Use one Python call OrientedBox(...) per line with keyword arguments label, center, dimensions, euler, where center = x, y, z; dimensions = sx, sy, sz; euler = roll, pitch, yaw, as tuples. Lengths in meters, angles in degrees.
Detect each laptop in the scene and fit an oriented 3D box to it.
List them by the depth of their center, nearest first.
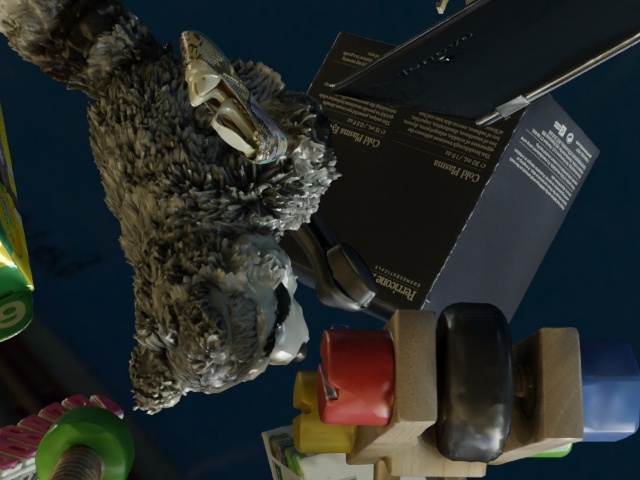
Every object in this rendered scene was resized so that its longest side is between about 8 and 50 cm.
OrientedBox(label="laptop", center=(0.228, -0.285, 1.205), dimensions=(0.382, 0.236, 0.407), euler=(-28, -140, 29))

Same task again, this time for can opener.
OrientedBox(label="can opener", center=(0.000, 0.000, 1.530), dimensions=(0.073, 0.059, 0.186), euler=(-44, -108, 29))

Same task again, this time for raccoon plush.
OrientedBox(label="raccoon plush", center=(-0.192, -0.034, 1.312), dimensions=(0.446, 0.299, 0.216), euler=(26, -39, 6))

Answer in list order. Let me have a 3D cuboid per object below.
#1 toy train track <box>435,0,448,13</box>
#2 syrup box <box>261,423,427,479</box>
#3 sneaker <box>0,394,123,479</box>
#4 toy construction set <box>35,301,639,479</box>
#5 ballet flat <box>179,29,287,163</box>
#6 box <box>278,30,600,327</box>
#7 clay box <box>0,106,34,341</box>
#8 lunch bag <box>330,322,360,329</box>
OrientedBox(label="toy train track", center=(0.138, -0.280, 1.505), dimensions=(0.014, 0.083, 0.048), euler=(6, -32, 28))
OrientedBox(label="syrup box", center=(0.019, 0.200, 1.144), dimensions=(0.237, 0.096, 0.093), euler=(163, -87, -79))
OrientedBox(label="sneaker", center=(-0.203, 0.166, 0.949), dimensions=(0.063, 0.170, 0.074), euler=(13, -68, 37))
OrientedBox(label="toy construction set", center=(0.081, 0.116, 0.602), dimensions=(0.237, 0.309, 0.257), euler=(-99, 165, -82))
OrientedBox(label="ballet flat", center=(-0.070, -0.100, 0.989), dimensions=(0.114, 0.041, 0.041), euler=(51, -37, 1))
OrientedBox(label="box", center=(0.113, -0.060, 1.745), dimensions=(0.343, 0.179, 0.312), euler=(24, -99, 42))
OrientedBox(label="clay box", center=(-0.230, -0.016, 0.746), dimensions=(0.222, 0.127, 0.053), euler=(-114, -178, -49))
OrientedBox(label="lunch bag", center=(0.070, 0.163, 1.665), dimensions=(0.129, 0.096, 0.151), euler=(13, -39, 7))
